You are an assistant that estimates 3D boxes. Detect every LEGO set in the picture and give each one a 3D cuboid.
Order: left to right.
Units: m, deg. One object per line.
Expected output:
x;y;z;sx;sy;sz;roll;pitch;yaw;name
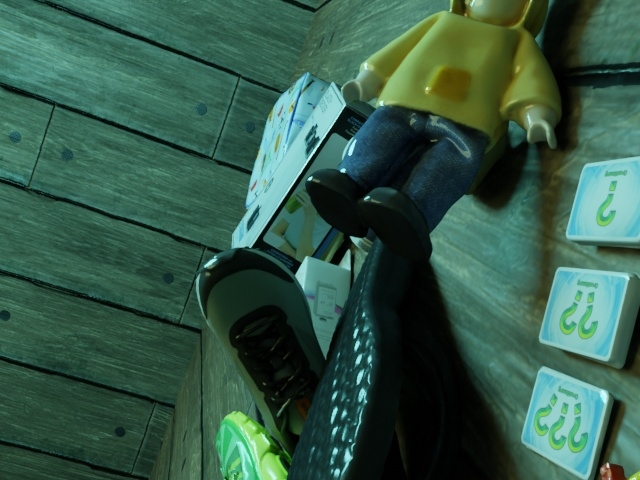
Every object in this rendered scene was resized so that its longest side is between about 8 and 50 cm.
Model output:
0.156;0.041;0.350;0.244;0.060;0.182;-169;94;-78;LEGO set

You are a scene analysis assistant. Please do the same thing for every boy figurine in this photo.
0.111;-0.121;0.592;0.285;0.177;0.092;-57;-30;-16;boy figurine

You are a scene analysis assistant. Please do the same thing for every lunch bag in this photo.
-0.053;-0.166;1.468;0.303;0.115;0.243;140;145;-66;lunch bag

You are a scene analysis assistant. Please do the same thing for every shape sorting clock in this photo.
0.000;0.000;1.137;0.206;0.040;0.206;-52;18;24;shape sorting clock

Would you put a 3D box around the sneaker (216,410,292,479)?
-0.072;0.269;0.763;0.123;0.109;0.295;-42;18;-6;sneaker

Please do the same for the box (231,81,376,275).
-0.018;-0.073;1.085;0.290;0.087;0.169;-54;16;16;box

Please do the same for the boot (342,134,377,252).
0.076;-0.078;0.891;0.086;0.069;0.190;-51;30;40;boot

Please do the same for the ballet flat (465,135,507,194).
0.119;-0.095;0.729;0.073;0.080;0.232;-41;19;4;ballet flat

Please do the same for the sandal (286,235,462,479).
0.057;0.123;0.609;0.446;0.107;0.168;-67;1;-63;sandal

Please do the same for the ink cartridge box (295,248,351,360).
-0.014;0.105;0.975;0.115;0.067;0.198;120;164;-44;ink cartridge box

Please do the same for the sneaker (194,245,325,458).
-0.035;0.122;0.749;0.100;0.272;0.108;-28;27;-4;sneaker
